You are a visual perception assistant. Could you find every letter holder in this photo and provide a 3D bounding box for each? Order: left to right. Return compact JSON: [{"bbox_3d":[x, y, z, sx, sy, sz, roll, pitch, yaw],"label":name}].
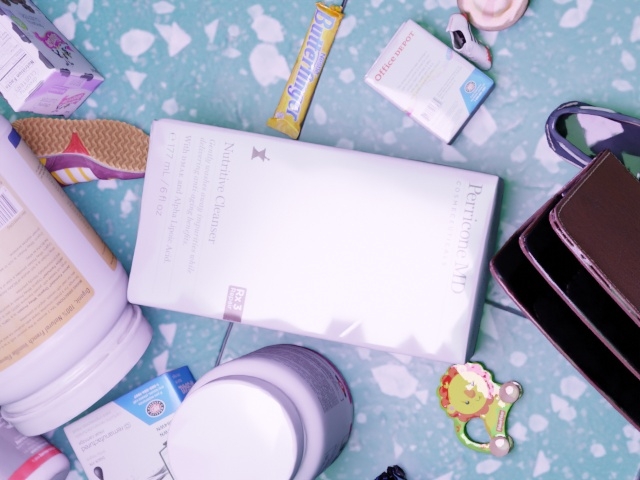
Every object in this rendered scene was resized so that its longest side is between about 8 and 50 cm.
[{"bbox_3d":[0.324,0.089,1.591,0.302,0.214,0.152,46,123,2],"label":"letter holder"}]

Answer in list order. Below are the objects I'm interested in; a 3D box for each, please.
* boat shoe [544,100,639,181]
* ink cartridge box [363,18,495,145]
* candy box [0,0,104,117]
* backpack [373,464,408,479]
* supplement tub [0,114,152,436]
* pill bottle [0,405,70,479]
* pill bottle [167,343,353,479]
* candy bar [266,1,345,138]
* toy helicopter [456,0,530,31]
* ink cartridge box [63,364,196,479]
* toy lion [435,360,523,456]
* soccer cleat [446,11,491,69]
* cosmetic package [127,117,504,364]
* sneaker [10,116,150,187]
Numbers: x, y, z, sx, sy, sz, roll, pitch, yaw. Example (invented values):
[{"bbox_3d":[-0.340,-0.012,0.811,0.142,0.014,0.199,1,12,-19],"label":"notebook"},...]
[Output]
[{"bbox_3d":[0.367,-0.086,1.679,0.254,0.079,0.095,28,96,9],"label":"boat shoe"},{"bbox_3d":[0.123,-0.179,1.736,0.122,0.052,0.088,38,97,6],"label":"ink cartridge box"},{"bbox_3d":[-0.360,-0.236,1.766,0.070,0.165,0.196,-44,84,9],"label":"candy box"},{"bbox_3d":[0.097,0.341,1.690,0.158,0.173,0.117,34,97,7],"label":"backpack"},{"bbox_3d":[-0.355,0.038,1.704,0.228,0.228,0.316,-33,107,9],"label":"supplement tub"},{"bbox_3d":[-0.447,0.229,1.794,0.283,0.161,0.161,39,97,7],"label":"pill bottle"},{"bbox_3d":[-0.063,0.201,1.660,0.160,0.283,0.160,0,91,10],"label":"pill bottle"},{"bbox_3d":[-0.016,-0.199,1.779,0.040,0.018,0.161,23,96,9],"label":"candy bar"},{"bbox_3d":[0.269,-0.381,1.671,0.235,0.140,0.355,44,111,0],"label":"toy helicopter"},{"bbox_3d":[-0.181,0.270,1.784,0.148,0.086,0.203,-29,85,9],"label":"ink cartridge box"},{"bbox_3d":[0.177,0.188,1.746,0.096,0.034,0.100,10,93,17],"label":"toy lion"},{"bbox_3d":[0.165,-0.218,1.720,0.029,0.036,0.083,-2,136,38],"label":"soccer cleat"},{"bbox_3d":[0.000,0.000,1.710,0.385,0.156,0.217,8,91,11],"label":"cosmetic package"},{"bbox_3d":[-0.282,-0.098,1.811,0.185,0.084,0.070,9,62,-12],"label":"sneaker"}]
